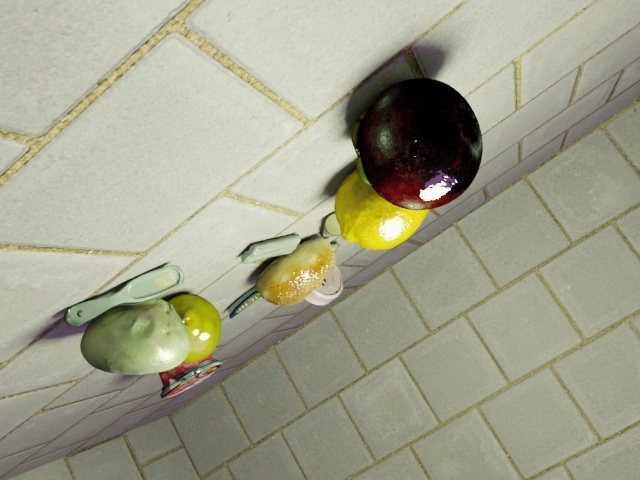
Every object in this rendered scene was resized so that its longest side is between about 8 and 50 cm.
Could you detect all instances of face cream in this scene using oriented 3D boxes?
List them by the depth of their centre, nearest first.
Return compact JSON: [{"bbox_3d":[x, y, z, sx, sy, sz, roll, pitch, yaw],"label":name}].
[{"bbox_3d":[0.054,-0.046,1.943,0.114,0.070,0.224,-31,175,-1],"label":"face cream"}]

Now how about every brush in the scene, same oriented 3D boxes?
[{"bbox_3d":[-0.487,0.136,1.404,0.296,0.068,0.060,-22,-175,-23],"label":"brush"}]

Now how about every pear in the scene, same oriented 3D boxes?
[{"bbox_3d":[-0.404,0.268,1.713,0.212,0.213,0.269,-29,167,-10],"label":"pear"}]

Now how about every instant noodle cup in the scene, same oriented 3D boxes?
[{"bbox_3d":[-0.532,0.464,2.164,0.258,0.182,0.302,-25,165,-28],"label":"instant noodle cup"}]

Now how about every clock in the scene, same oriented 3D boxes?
[{"bbox_3d":[-0.008,0.149,2.177,0.196,0.197,0.068,-17,161,-47],"label":"clock"}]

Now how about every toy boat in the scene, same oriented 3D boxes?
[{"bbox_3d":[-0.281,0.227,2.174,0.228,0.046,0.080,-37,166,22],"label":"toy boat"}]

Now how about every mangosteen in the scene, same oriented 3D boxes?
[{"bbox_3d":[0.205,-0.204,1.253,0.300,0.300,0.300,-30,166,-8],"label":"mangosteen"}]

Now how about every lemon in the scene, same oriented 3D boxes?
[{"bbox_3d":[0.179,-0.109,1.591,0.310,0.254,0.253,-38,167,-2],"label":"lemon"}]

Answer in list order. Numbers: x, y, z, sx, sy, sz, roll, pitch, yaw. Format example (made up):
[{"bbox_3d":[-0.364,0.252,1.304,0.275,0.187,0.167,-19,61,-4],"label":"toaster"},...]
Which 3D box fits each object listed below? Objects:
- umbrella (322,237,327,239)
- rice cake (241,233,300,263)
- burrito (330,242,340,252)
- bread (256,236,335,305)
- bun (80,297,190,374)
[{"bbox_3d":[0.002,0.001,2.061,0.083,0.020,0.032,-23,125,-32],"label":"umbrella"},{"bbox_3d":[-0.149,0.023,1.759,0.221,0.042,0.080,-14,153,-50],"label":"rice cake"},{"bbox_3d":[0.011,0.045,2.178,0.188,0.045,0.058,-22,170,-43],"label":"burrito"},{"bbox_3d":[-0.093,0.119,1.949,0.314,0.171,0.192,-37,169,16],"label":"bread"},{"bbox_3d":[-0.472,0.227,1.451,0.282,0.179,0.283,5,-171,-1],"label":"bun"}]
